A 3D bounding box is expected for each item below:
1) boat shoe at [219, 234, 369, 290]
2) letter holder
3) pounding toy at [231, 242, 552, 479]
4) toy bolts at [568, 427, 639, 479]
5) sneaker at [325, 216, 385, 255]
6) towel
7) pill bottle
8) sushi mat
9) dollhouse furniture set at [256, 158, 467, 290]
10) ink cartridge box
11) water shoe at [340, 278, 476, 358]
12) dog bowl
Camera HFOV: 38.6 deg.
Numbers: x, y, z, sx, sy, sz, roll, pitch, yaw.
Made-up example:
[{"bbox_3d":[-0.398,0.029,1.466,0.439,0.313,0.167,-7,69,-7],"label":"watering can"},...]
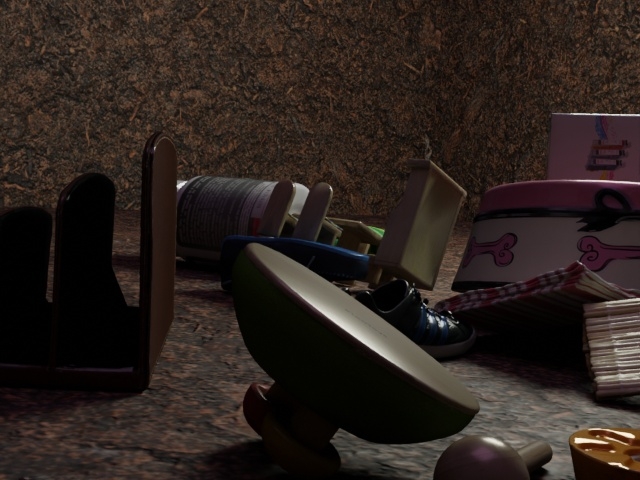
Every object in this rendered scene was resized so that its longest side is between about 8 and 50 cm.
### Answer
[{"bbox_3d":[-0.037,0.047,1.265,0.109,0.089,0.258,17,-10,-41],"label":"boat shoe"},{"bbox_3d":[-0.220,-0.001,0.870,0.152,0.214,0.302,4,5,-6],"label":"letter holder"},{"bbox_3d":[0.018,0.111,0.584,0.237,0.110,0.183,37,4,18],"label":"pounding toy"},{"bbox_3d":[0.262,0.090,0.519,0.218,0.159,0.228,5,5,11],"label":"toy bolts"},{"bbox_3d":[0.000,0.000,1.668,0.295,0.109,0.123,4,1,-2],"label":"sneaker"},{"bbox_3d":[0.247,0.070,1.031,0.144,0.029,0.197,19,-26,-41],"label":"towel"},{"bbox_3d":[-0.158,-0.030,1.579,0.283,0.161,0.161,8,6,32],"label":"pill bottle"},{"bbox_3d":[0.404,0.080,0.842,0.316,0.019,0.151,-9,29,13],"label":"sushi mat"},{"bbox_3d":[0.072,-0.032,1.373,0.242,0.161,0.212,9,-17,42],"label":"dollhouse furniture set"},{"bbox_3d":[0.425,-0.114,1.360,0.176,0.127,0.128,4,-4,14],"label":"ink cartridge box"},{"bbox_3d":[0.097,0.081,0.958,0.073,0.080,0.203,9,7,44],"label":"water shoe"},{"bbox_3d":[0.388,0.014,1.249,0.408,0.150,0.408,6,-4,0],"label":"dog bowl"}]
